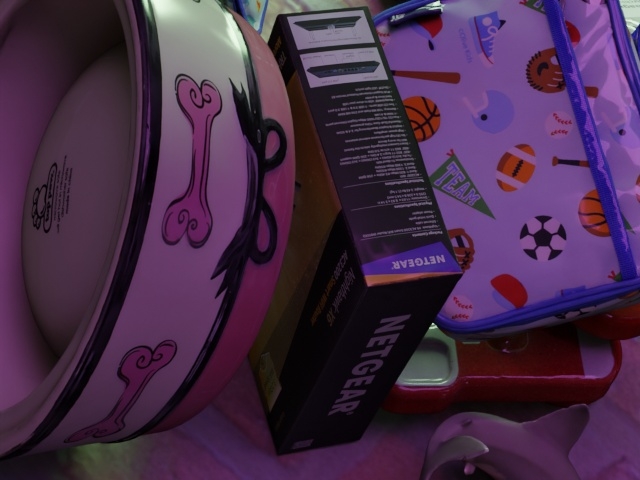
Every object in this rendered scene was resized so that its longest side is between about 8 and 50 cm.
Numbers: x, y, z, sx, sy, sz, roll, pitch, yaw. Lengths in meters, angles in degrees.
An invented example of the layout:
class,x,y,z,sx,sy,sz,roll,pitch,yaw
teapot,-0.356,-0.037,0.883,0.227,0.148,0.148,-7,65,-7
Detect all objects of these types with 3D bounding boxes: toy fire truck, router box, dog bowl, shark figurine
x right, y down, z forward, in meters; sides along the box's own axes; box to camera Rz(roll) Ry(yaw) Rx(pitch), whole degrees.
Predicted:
class,x,y,z,sx,sy,sz,roll,pitch,yaw
toy fire truck,0.153,0.010,1.537,0.254,0.169,0.302,1,59,-12
router box,0.000,0.000,1.403,0.081,0.309,0.243,-8,62,-20
dog bowl,-0.171,-0.027,1.331,0.150,0.408,0.408,11,56,-33
shark figurine,0.163,0.168,1.418,0.278,0.116,0.166,31,32,-46

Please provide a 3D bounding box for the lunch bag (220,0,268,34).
class,x,y,z,sx,sy,sz,roll,pitch,yaw
lunch bag,-0.093,-0.242,1.613,0.096,0.151,0.128,17,56,-8

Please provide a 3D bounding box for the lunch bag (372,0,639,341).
class,x,y,z,sx,sy,sz,roll,pitch,yaw
lunch bag,0.165,-0.080,1.407,0.243,0.115,0.303,-16,77,9

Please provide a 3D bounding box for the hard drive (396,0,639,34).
class,x,y,z,sx,sy,sz,roll,pitch,yaw
hard drive,0.218,-0.225,1.661,0.237,0.064,0.339,-5,31,-20
